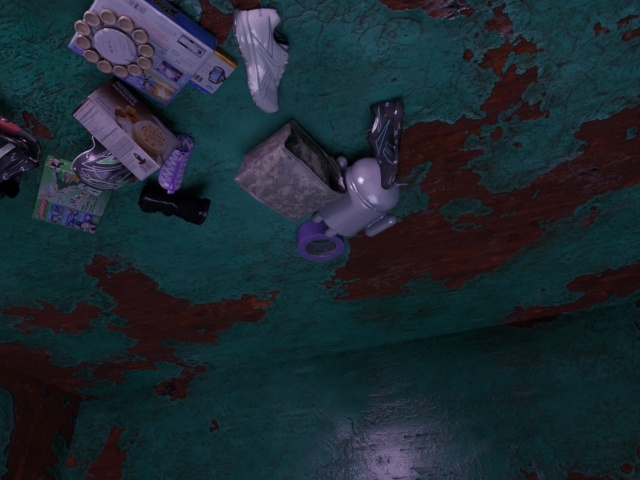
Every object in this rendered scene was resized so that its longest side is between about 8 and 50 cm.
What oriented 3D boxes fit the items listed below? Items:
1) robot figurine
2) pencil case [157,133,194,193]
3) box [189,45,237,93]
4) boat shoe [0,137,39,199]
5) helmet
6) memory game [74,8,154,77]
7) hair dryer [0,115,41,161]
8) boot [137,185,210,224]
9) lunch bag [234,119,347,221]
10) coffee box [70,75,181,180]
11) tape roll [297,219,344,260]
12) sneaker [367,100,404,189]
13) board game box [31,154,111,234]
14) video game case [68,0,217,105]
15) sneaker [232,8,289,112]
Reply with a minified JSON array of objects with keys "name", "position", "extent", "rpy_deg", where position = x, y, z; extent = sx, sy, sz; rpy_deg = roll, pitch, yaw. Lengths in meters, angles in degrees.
[{"name":"robot figurine","position":[0.129,-0.147,1.594],"extent":[0.300,0.199,0.353],"rpy_deg":[46,127,-10]},{"name":"pencil case","position":[-0.464,-0.248,1.491],"extent":[0.086,0.088,0.206],"rpy_deg":[-10,153,-34]},{"name":"box","position":[-0.298,-0.461,1.266],"extent":[0.081,0.028,0.136],"rpy_deg":[28,136,-36]},{"name":"boat shoe","position":[-1.005,-0.190,1.473],"extent":[0.340,0.127,0.113],"rpy_deg":[-32,110,21]},{"name":"helmet","position":[-0.663,-0.231,1.431],"extent":[0.170,0.161,0.169],"rpy_deg":[-3,144,-2]},{"name":"memory game","position":[-0.499,-0.474,1.129],"extent":[0.186,0.012,0.186],"rpy_deg":[0,147,0]},{"name":"hair dryer","position":[-0.920,-0.351,1.287],"extent":[0.224,0.080,0.293],"rpy_deg":[-6,129,-2]},{"name":"boot","position":[-0.510,-0.123,1.597],"extent":[0.207,0.094,0.246],"rpy_deg":[18,171,-30]},{"name":"lunch bag","position":[-0.083,-0.201,1.498],"extent":[0.235,0.169,0.287],"rpy_deg":[-27,125,34]},{"name":"coffee box","position":[-0.534,-0.311,1.296],"extent":[0.098,0.141,0.246],"rpy_deg":[-24,121,32]},{"name":"tape roll","position":[0.000,0.000,1.889],"extent":[0.189,0.080,0.189],"rpy_deg":[-3,144,-2]},{"name":"sneaker","position":[0.196,-0.289,1.423],"extent":[0.106,0.101,0.267],"rpy_deg":[4,100,6]},{"name":"board game box","position":[-0.865,-0.148,1.625],"extent":[0.214,0.046,0.317],"rpy_deg":[19,138,-28]},{"name":"video game case","position":[-0.442,-0.495,1.164],"extent":[0.270,0.061,0.244],"rpy_deg":[28,137,-36]},{"name":"sneaker","position":[-0.138,-0.461,1.220],"extent":[0.129,0.111,0.297],"rpy_deg":[-11,145,0]}]
